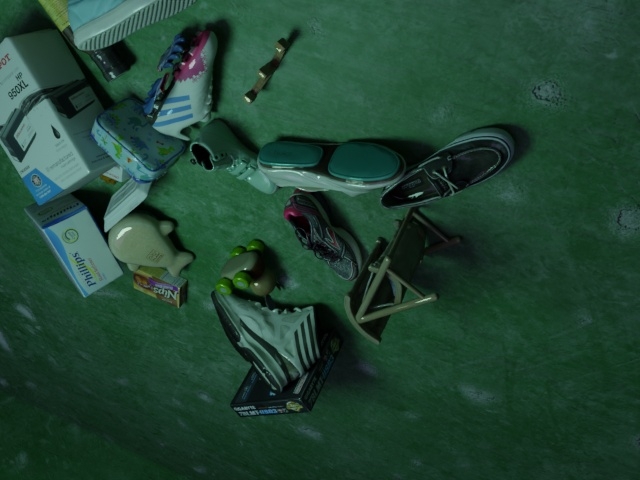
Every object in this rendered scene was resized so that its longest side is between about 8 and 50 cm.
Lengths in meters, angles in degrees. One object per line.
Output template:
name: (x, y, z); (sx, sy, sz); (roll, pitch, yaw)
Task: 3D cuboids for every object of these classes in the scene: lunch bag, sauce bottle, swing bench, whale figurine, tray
lunch bag: (-0.491, -0.272, 1.623); (0.219, 0.176, 0.090); (42, 138, -6)
sauce bottle: (-0.612, -0.560, 1.496); (0.112, 0.111, 0.344); (-16, 115, 36)
swing bench: (0.188, 0.081, 1.499); (0.165, 0.253, 0.254); (39, 133, -5)
whale figurine: (-0.542, 0.008, 1.915); (0.272, 0.141, 0.216); (34, 107, -30)
tray: (-0.579, -0.136, 1.795); (0.030, 0.145, 0.270); (32, 138, -31)

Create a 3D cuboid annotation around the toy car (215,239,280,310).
toy car: (-0.195, 0.123, 1.813); (0.149, 0.155, 0.188); (-21, 126, 37)

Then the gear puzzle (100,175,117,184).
gear puzzle: (-0.776, -0.266, 1.860); (0.339, 0.044, 0.175); (32, 133, 1)

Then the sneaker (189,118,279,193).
sneaker: (-0.231, -0.188, 1.570); (0.256, 0.151, 0.094); (42, 131, -11)

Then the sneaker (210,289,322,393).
sneaker: (-0.152, 0.264, 1.893); (0.447, 0.258, 0.169); (42, 153, 39)

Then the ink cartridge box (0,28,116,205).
ink cartridge box: (-0.762, -0.337, 1.666); (0.286, 0.166, 0.394); (-21, 102, 36)

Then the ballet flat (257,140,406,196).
ballet flat: (0.033, -0.171, 1.482); (0.401, 0.139, 0.139); (9, 129, 26)

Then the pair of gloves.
pair of gloves: (-0.381, -0.402, 1.451); (0.023, 0.198, 0.159); (22, 166, -28)

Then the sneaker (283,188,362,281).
sneaker: (0.000, 0.000, 1.629); (0.121, 0.112, 0.299); (-24, 113, 38)

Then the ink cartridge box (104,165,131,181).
ink cartridge box: (-0.606, -0.246, 1.769); (0.089, 0.052, 0.122); (22, 121, 10)

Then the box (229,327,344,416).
box: (-0.104, 0.416, 1.889); (0.294, 0.295, 0.073); (-16, 119, 37)

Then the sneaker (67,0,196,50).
sneaker: (-0.436, -0.572, 1.366); (0.366, 0.135, 0.150); (-18, 97, 15)

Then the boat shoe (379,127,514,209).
boat shoe: (0.283, -0.141, 1.364); (0.335, 0.119, 0.121); (-25, 111, 39)

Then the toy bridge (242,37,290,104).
toy bridge: (-0.125, -0.399, 1.406); (0.026, 0.063, 0.188); (39, 132, -5)

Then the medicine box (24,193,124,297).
medicine box: (-0.798, 0.002, 1.936); (0.289, 0.149, 0.263); (25, 141, 50)

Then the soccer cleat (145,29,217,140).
soccer cleat: (-0.314, -0.383, 1.504); (0.143, 0.115, 0.331); (26, 135, -25)

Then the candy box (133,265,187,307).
candy box: (-0.557, 0.151, 2.076); (0.187, 0.053, 0.109); (24, 133, 10)
